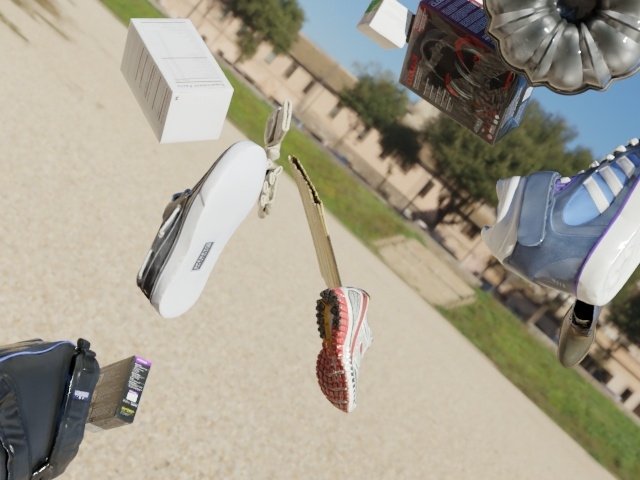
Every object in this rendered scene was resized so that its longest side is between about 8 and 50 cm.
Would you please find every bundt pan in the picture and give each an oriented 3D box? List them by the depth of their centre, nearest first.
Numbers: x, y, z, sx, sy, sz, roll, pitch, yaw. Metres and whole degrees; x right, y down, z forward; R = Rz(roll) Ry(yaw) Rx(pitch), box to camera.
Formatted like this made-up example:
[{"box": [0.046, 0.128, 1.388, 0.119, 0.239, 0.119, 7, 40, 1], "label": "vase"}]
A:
[{"box": [0.427, -0.403, 1.545, 0.331, 0.331, 0.124, 42, 21, 4], "label": "bundt pan"}]

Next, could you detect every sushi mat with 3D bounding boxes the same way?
[{"box": [0.000, 0.000, 1.713, 0.151, 0.019, 0.316, -117, -171, -46], "label": "sushi mat"}]

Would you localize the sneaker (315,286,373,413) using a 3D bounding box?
[{"box": [0.051, 0.186, 1.565, 0.092, 0.225, 0.088, -9, 18, -36], "label": "sneaker"}]

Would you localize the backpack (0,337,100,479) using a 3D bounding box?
[{"box": [-0.556, 0.316, 1.651, 0.213, 0.263, 0.276, -1, 3, 31], "label": "backpack"}]

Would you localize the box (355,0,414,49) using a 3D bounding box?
[{"box": [0.158, -0.516, 2.195, 0.102, 0.087, 0.101, 30, -1, -20], "label": "box"}]

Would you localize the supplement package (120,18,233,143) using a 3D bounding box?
[{"box": [-0.297, -0.328, 1.883, 0.139, 0.134, 0.244, -8, 50, -31], "label": "supplement package"}]

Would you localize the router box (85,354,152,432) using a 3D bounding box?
[{"box": [-0.421, 0.316, 1.887, 0.046, 0.133, 0.179, 30, -32, -28], "label": "router box"}]

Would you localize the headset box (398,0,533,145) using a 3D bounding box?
[{"box": [0.300, -0.372, 1.920, 0.293, 0.110, 0.218, 39, -36, 21], "label": "headset box"}]

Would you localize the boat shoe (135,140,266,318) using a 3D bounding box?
[{"box": [-0.186, -0.031, 1.370, 0.102, 0.301, 0.108, 41, 24, 28], "label": "boat shoe"}]

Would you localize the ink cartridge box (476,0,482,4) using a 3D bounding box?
[{"box": [0.359, -0.514, 2.131, 0.218, 0.092, 0.158, 10, -2, -42], "label": "ink cartridge box"}]

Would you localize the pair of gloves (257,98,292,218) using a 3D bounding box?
[{"box": [-0.107, -0.173, 1.970, 0.042, 0.240, 0.204, 11, -5, -9], "label": "pair of gloves"}]

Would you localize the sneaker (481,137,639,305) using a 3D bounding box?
[{"box": [0.370, -0.078, 1.303, 0.236, 0.323, 0.130, 30, -15, 35], "label": "sneaker"}]

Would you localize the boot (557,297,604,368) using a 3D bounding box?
[{"box": [0.535, 0.175, 1.930, 0.082, 0.219, 0.106, 26, 18, 28], "label": "boot"}]
